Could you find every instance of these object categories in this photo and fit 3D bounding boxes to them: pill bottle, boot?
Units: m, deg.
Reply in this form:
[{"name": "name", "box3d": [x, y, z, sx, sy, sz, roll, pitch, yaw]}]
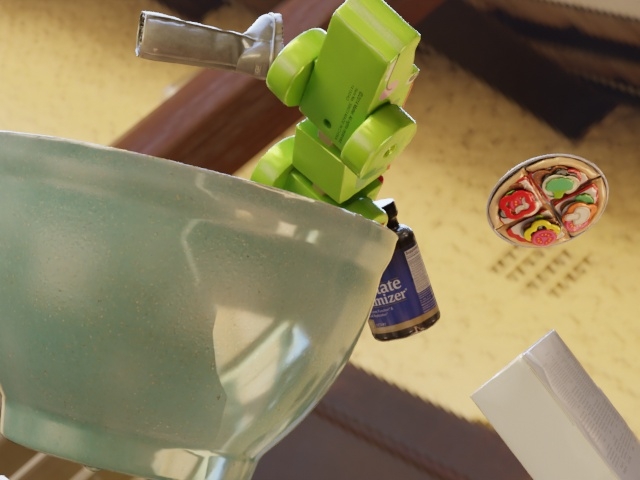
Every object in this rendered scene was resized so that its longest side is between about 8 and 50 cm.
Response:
[{"name": "pill bottle", "box3d": [0.112, 0.048, 2.406, 0.123, 0.123, 0.219, 0, -68, 64]}, {"name": "boot", "box3d": [-0.159, -0.291, 2.076, 0.190, 0.208, 0.076, -97, -166, -64]}]

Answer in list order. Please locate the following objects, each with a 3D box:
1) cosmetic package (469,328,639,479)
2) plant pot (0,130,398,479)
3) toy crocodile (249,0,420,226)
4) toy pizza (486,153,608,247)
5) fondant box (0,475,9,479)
[{"name": "cosmetic package", "box3d": [0.347, 0.272, 1.936, 0.284, 0.097, 0.377, 51, 13, 9]}, {"name": "plant pot", "box3d": [-0.112, 0.058, 0.984, 0.293, 0.196, 0.293, 14, -5, 1]}, {"name": "toy crocodile", "box3d": [0.021, -0.083, 1.203, 0.115, 0.105, 0.340, 43, -31, 18]}, {"name": "toy pizza", "box3d": [0.369, -0.056, 2.329, 0.032, 0.201, 0.201, -99, 171, -47]}, {"name": "fondant box", "box3d": [-0.269, 0.423, 1.352, 0.238, 0.096, 0.330, 26, -56, 43]}]
